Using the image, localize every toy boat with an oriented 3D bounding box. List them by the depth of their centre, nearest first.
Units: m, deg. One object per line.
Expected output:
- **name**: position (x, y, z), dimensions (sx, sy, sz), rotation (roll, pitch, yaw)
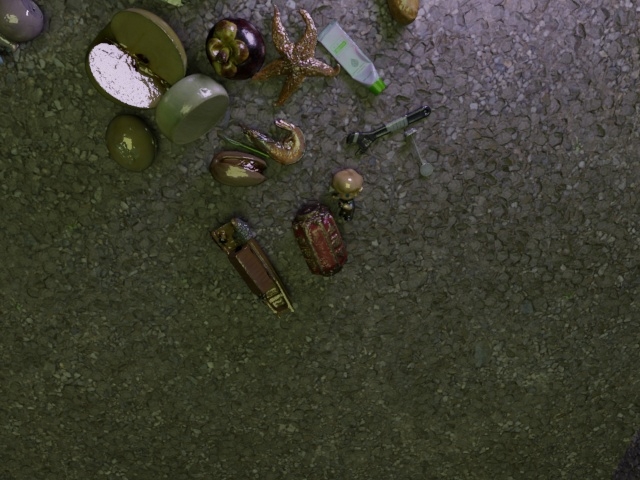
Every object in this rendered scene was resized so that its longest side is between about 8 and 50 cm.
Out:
- **toy boat**: position (-0.242, 0.110, 2.030), dimensions (0.136, 0.162, 0.445), rotation (-30, 113, 7)

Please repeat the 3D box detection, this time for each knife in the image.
- **knife**: position (-0.260, -0.328, 1.904), dimensions (0.184, 0.022, 0.025), rotation (21, 82, -12)

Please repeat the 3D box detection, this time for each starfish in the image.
- **starfish**: position (-0.100, -0.590, 1.767), dimensions (0.299, 0.060, 0.302), rotation (38, 110, -18)

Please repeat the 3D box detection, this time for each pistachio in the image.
- **pistachio**: position (-0.289, -0.246, 1.889), dimensions (0.206, 0.131, 0.129), rotation (8, 72, -11)

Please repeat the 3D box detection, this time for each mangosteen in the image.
- **mangosteen**: position (-0.272, -0.593, 1.676), dimensions (0.193, 0.217, 0.192), rotation (2, 116, 4)

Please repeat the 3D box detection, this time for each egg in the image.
- **egg**: position (-0.639, -0.327, 1.810), dimensions (0.165, 0.164, 0.201), rotation (-12, 119, 2)

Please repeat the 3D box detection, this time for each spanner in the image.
- **spanner**: position (0.245, -0.394, 1.905), dimensions (0.316, 0.024, 0.087), rotation (-23, 115, 6)

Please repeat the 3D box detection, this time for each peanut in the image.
- **peanut**: position (0.251, -0.793, 1.683), dimensions (0.108, 0.095, 0.225), rotation (-24, 111, -9)

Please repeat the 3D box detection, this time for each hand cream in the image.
- **hand cream**: position (0.111, -0.603, 1.793), dimensions (0.275, 0.050, 0.079), rotation (44, 78, -15)

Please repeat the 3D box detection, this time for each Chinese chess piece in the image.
- **Chinese chess piece**: position (-0.413, -0.422, 1.731), dimensions (0.250, 0.250, 0.101), rotation (-43, 84, 15)

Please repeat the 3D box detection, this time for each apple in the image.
- **apple**: position (-0.567, -0.558, 1.667), dimensions (0.258, 0.233, 0.295), rotation (34, 99, -34)

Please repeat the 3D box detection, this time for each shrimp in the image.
- **shrimp**: position (-0.165, -0.363, 1.884), dimensions (0.251, 0.052, 0.143), rotation (25, 101, -22)

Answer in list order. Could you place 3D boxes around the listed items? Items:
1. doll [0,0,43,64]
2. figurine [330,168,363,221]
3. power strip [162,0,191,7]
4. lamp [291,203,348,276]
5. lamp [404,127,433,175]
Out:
- **doll**: position (-0.996, -0.640, 1.657), dimensions (0.287, 0.151, 0.150), rotation (-30, 113, 13)
- **figurine**: position (0.091, -0.167, 1.961), dimensions (0.108, 0.114, 0.195), rotation (-11, 129, -24)
- **power strip**: position (-0.498, -0.776, 1.679), dimensions (0.191, 0.030, 0.047), rotation (16, 111, -10)
- **lamp**: position (0.000, 0.000, 1.990), dimensions (0.177, 0.177, 0.273), rotation (-18, 114, 5)
- **lamp**: position (0.357, -0.312, 1.933), dimensions (0.050, 0.056, 0.198), rotation (-28, 116, 6)
